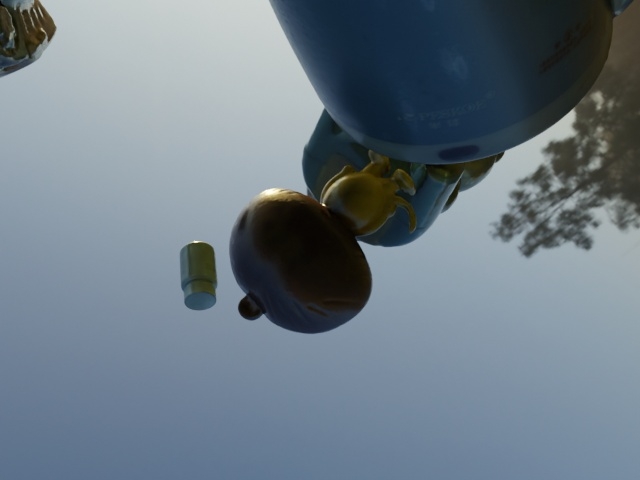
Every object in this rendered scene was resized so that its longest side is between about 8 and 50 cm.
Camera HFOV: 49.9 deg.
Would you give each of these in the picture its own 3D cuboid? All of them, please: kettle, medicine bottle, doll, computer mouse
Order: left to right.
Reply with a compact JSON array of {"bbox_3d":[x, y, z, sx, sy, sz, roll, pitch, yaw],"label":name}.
[{"bbox_3d":[-0.434,-0.249,0.854,0.389,0.200,0.114,-99,4,-75],"label":"computer mouse"},{"bbox_3d":[-0.156,0.045,0.883,0.047,0.047,0.083,23,-140,-35],"label":"medicine bottle"},{"bbox_3d":[0.007,0.006,0.617,0.096,0.188,0.145,76,173,-69],"label":"doll"},{"bbox_3d":[0.106,-0.110,0.789,0.177,0.161,0.261,35,-137,11],"label":"doll"},{"bbox_3d":[0.091,-0.245,0.435,0.342,0.320,0.246,52,-145,-56],"label":"kettle"}]

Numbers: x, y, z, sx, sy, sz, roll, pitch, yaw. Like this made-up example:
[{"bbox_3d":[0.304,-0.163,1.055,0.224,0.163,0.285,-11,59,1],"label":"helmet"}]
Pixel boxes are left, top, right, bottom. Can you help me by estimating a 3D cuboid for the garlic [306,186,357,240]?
[{"bbox_3d":[0.037,-0.076,1.199,0.207,0.115,0.128,40,-157,-32],"label":"garlic"}]
